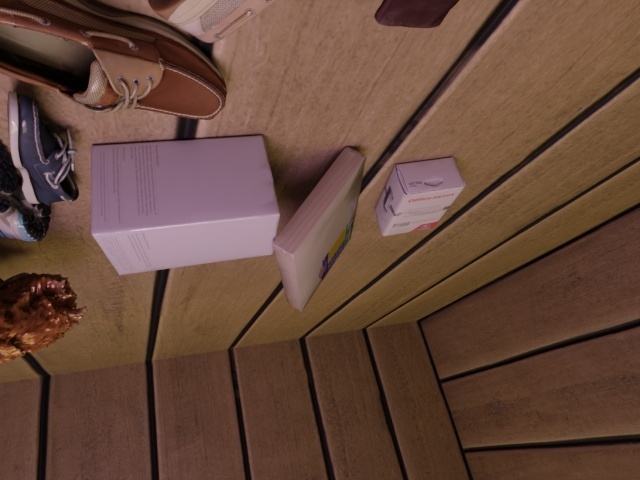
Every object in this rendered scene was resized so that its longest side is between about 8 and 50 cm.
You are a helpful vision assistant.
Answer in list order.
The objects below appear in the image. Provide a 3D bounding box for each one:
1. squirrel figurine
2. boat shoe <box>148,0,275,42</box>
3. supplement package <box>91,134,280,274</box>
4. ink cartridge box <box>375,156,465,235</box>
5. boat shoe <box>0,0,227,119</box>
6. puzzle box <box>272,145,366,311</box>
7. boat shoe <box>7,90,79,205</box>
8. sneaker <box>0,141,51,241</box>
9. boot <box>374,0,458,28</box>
[{"bbox_3d":[-0.654,0.124,0.718,0.396,0.281,0.370,24,160,1],"label":"squirrel figurine"},{"bbox_3d":[-0.042,-0.311,0.418,0.302,0.109,0.098,-23,164,24],"label":"boat shoe"},{"bbox_3d":[-0.239,-0.064,0.750,0.292,0.178,0.175,-7,155,-15],"label":"supplement package"},{"bbox_3d":[0.244,-0.107,1.038,0.158,0.092,0.218,-9,158,-11],"label":"ink cartridge box"},{"bbox_3d":[-0.267,-0.207,0.488,0.324,0.120,0.122,10,147,-43],"label":"boat shoe"},{"bbox_3d":[0.000,0.000,0.973,0.272,0.052,0.409,-55,167,-22],"label":"puzzle box"},{"bbox_3d":[-0.415,-0.125,0.617,0.079,0.095,0.254,0,154,-27],"label":"boat shoe"},{"bbox_3d":[-0.552,-0.076,0.638,0.122,0.110,0.283,0,151,-10],"label":"sneaker"},{"bbox_3d":[0.118,-0.296,0.403,0.248,0.090,0.207,-23,170,-36],"label":"boot"}]
